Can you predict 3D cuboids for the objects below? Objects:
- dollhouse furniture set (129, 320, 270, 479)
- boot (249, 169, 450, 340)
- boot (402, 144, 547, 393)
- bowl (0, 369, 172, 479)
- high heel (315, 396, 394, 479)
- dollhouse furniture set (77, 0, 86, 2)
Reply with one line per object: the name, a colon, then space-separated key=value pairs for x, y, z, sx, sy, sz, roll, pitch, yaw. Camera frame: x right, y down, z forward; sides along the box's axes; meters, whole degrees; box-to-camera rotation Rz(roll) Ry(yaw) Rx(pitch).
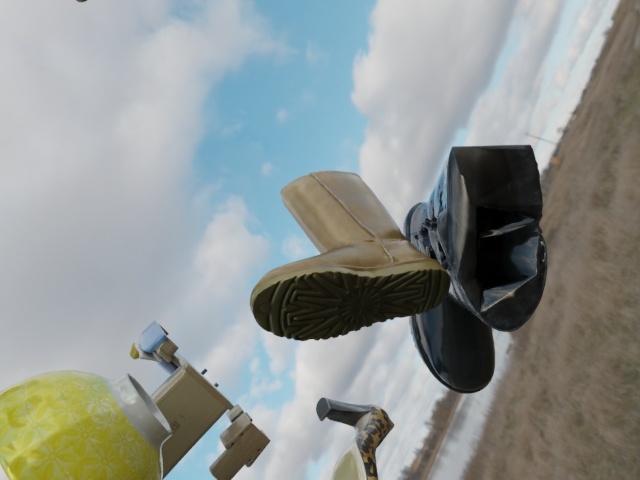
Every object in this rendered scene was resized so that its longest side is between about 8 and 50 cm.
dollhouse furniture set: x=-0.315 y=0.365 z=1.109 sx=0.198 sy=0.303 sz=0.286 roll=-45 pitch=-66 yaw=-15
boot: x=0.000 y=0.000 z=0.639 sx=0.235 sy=0.270 sz=0.089 roll=-1 pitch=-59 yaw=-23
boot: x=0.225 y=0.083 z=0.755 sx=0.445 sy=0.146 sz=0.368 roll=92 pitch=163 yaw=-84
bowl: x=-0.313 y=0.286 z=0.739 sx=0.156 sy=0.289 sz=0.290 roll=-38 pitch=-30 yaw=-19
high heel: x=0.104 y=0.401 z=0.914 sx=0.186 sy=0.261 sz=0.093 roll=23 pitch=-63 yaw=-32
dollhouse furniture set: x=-0.491 y=-0.657 z=0.972 sx=0.303 sy=0.355 sz=0.174 roll=-49 pitch=-2 yaw=-33
